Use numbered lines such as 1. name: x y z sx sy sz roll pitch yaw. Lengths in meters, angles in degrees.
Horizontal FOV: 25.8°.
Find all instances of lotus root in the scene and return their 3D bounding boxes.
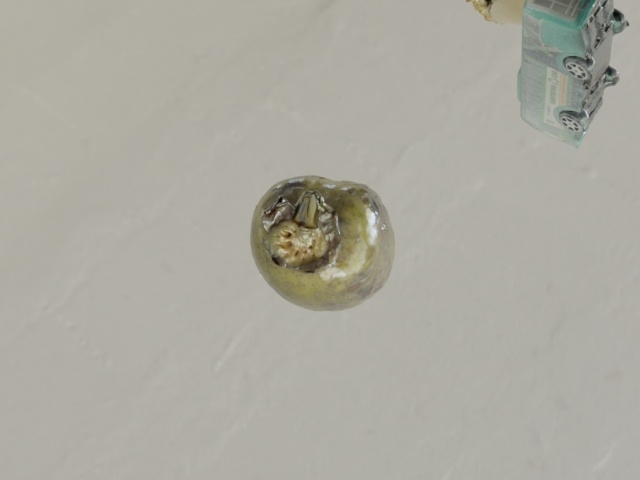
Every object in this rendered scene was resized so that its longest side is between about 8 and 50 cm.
1. lotus root: -0.001 0.002 1.433 0.154 0.278 0.154 0 -92 8

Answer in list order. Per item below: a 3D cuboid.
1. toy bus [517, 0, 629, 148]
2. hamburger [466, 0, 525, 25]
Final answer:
1. toy bus: 0.287 -0.209 1.617 0.109 0.262 0.091 25 -111 17
2. hamburger: 0.310 -0.458 2.064 0.170 0.302 0.302 19 -131 21
